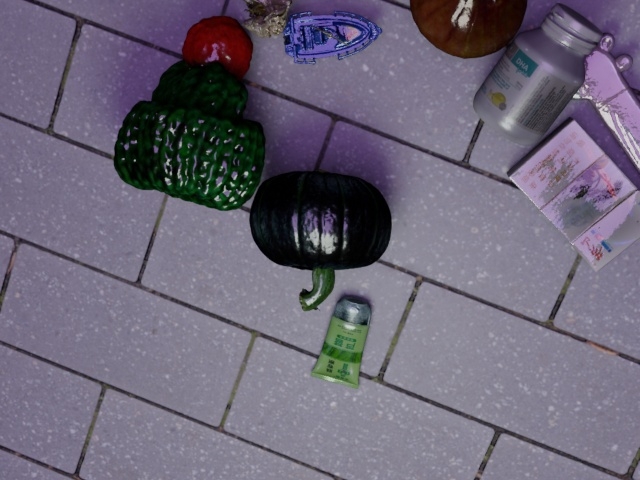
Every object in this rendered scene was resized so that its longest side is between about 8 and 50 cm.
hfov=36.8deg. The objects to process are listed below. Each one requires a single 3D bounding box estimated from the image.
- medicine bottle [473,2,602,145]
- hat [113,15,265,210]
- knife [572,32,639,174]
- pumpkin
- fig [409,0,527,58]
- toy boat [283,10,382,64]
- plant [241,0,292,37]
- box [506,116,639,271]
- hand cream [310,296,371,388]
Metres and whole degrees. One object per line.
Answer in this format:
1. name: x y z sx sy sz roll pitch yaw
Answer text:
1. medicine bottle: 0.360 -0.275 1.583 0.135 0.135 0.215 34 116 -1
2. hat: -0.208 -0.230 1.645 0.274 0.242 0.332 12 87 32
3. knife: 0.545 -0.170 1.641 0.132 0.038 0.399 -35 93 26
4. pumpkin: 0.000 0.000 1.654 0.248 0.248 0.248 2 104 8
5. fig: 0.240 -0.399 1.557 0.205 0.205 0.205 2 104 8
6. toy boat: 0.018 -0.348 1.645 0.175 0.110 0.091 -4 103 8
7. plant: -0.108 -0.407 1.642 0.122 0.116 0.104 25 110 -14
8. box: 0.455 -0.079 1.666 0.149 0.067 0.233 -42 95 16
9. hand cream: 0.046 0.191 1.803 0.095 0.046 0.175 15 107 2
